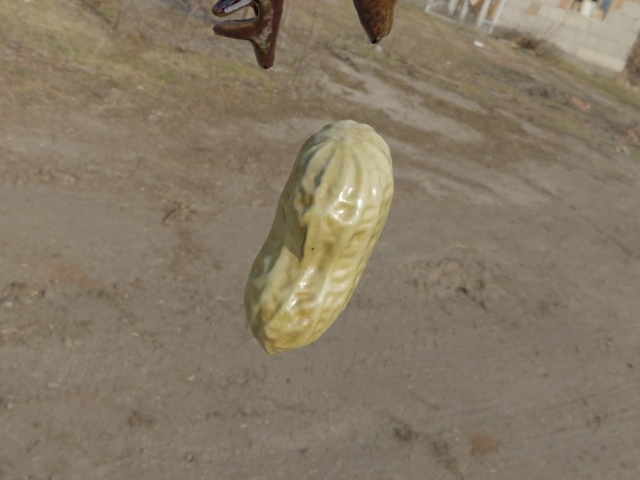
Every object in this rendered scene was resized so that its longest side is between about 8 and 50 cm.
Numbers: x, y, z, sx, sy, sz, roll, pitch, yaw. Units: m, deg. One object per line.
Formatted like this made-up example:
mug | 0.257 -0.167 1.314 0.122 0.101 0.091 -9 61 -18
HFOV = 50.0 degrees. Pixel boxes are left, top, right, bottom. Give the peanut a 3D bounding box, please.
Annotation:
peanut | 0.000 0.000 0.532 0.083 0.194 0.093 21 -2 -16

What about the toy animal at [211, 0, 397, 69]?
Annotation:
toy animal | 0.081 -0.173 0.257 0.260 0.243 0.087 -4 61 -18
